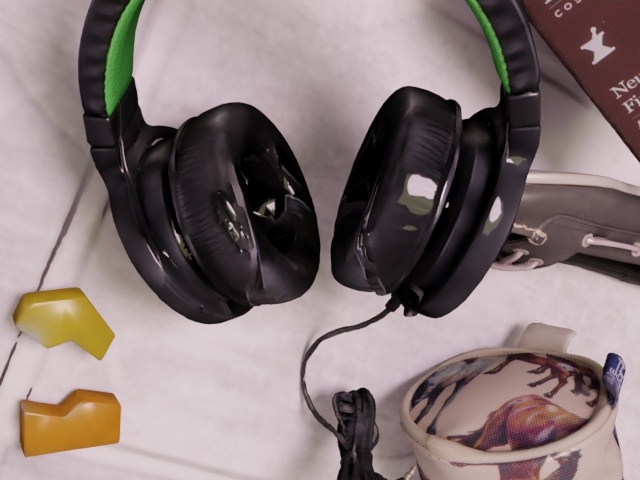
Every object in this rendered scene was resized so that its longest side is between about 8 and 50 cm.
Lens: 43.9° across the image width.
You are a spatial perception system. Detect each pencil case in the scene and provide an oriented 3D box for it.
[{"bbox_3d":[0.199,0.281,0.641,0.183,0.160,0.410,-28,109,-31],"label":"pencil case"}]

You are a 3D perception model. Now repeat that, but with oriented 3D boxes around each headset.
[{"bbox_3d":[0.000,0.000,0.460,0.243,0.185,0.394,-2,129,9],"label":"headset"}]

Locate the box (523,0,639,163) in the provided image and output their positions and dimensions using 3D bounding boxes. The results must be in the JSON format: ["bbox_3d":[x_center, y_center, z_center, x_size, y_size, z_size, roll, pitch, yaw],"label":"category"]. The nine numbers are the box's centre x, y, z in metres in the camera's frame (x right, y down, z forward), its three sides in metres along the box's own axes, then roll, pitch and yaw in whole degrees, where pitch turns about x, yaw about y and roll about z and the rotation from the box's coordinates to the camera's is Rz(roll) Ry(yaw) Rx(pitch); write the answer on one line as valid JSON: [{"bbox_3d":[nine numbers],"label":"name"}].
[{"bbox_3d":[0.239,-0.185,0.559,0.168,0.167,0.203,-36,117,24],"label":"box"}]

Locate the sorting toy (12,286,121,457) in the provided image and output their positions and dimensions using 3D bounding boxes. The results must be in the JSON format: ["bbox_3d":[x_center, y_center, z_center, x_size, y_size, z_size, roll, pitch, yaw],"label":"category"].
[{"bbox_3d":[-0.260,0.070,0.435,0.307,0.041,0.229,-3,107,-28],"label":"sorting toy"}]

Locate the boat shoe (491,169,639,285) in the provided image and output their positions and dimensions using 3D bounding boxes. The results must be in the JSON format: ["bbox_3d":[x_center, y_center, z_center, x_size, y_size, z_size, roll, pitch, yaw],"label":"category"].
[{"bbox_3d":[0.205,-0.002,0.633,0.335,0.112,0.095,3,92,-30],"label":"boat shoe"}]
